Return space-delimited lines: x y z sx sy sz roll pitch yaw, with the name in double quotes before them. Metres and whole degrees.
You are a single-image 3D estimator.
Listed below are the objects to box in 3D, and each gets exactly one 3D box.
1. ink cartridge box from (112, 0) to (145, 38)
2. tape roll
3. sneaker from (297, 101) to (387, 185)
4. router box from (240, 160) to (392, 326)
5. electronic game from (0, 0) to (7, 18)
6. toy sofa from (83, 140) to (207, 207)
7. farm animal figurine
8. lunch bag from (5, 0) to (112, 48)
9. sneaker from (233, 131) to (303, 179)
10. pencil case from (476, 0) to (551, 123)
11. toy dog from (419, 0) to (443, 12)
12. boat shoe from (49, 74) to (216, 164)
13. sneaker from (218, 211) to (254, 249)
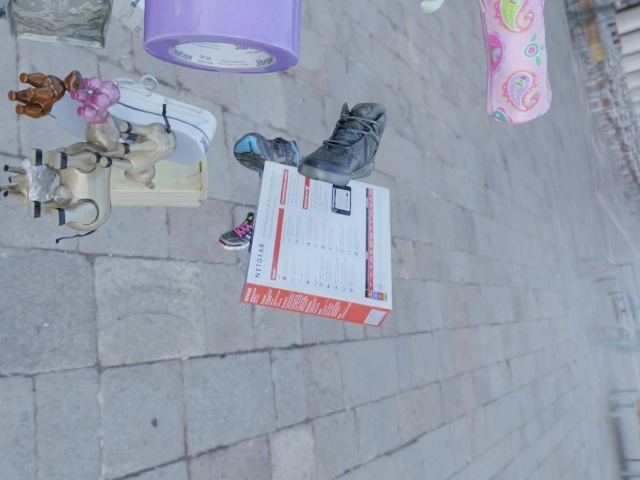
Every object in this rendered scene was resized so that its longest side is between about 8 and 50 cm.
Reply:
"ink cartridge box" -0.391 -0.498 1.276 0.135 0.099 0.056 35 66 -26
"tape roll" -0.117 -0.263 0.726 0.189 0.189 0.080 -4 98 -59
"sneaker" 0.037 -0.158 0.949 0.228 0.087 0.130 -27 135 -60
"router box" 0.000 0.000 1.299 0.302 0.082 0.335 12 52 -10
"electronic game" -0.570 -0.465 1.139 0.048 0.230 0.229 57 36 -33
"toy sofa" -0.524 -0.199 1.793 0.363 0.177 0.150 -1 73 -17
"farm animal figurine" -0.411 -0.151 1.092 0.172 0.330 0.326 -11 128 -59
"lunch bag" -0.377 -0.434 0.857 0.169 0.287 0.235 -1 89 -24
"sneaker" -0.139 -0.242 1.671 0.139 0.125 0.341 -62 165 -6
"pencil case" 0.321 -0.343 1.003 0.124 0.124 0.284 -64 144 -47
"toy dog" 0.168 -0.693 1.174 0.408 0.285 0.394 2 104 -63
"boat shoe" -0.394 -0.284 1.269 0.135 0.368 0.156 98 9 -51
"sneaker" -0.180 -0.033 1.496 0.171 0.063 0.074 -21 134 -30
